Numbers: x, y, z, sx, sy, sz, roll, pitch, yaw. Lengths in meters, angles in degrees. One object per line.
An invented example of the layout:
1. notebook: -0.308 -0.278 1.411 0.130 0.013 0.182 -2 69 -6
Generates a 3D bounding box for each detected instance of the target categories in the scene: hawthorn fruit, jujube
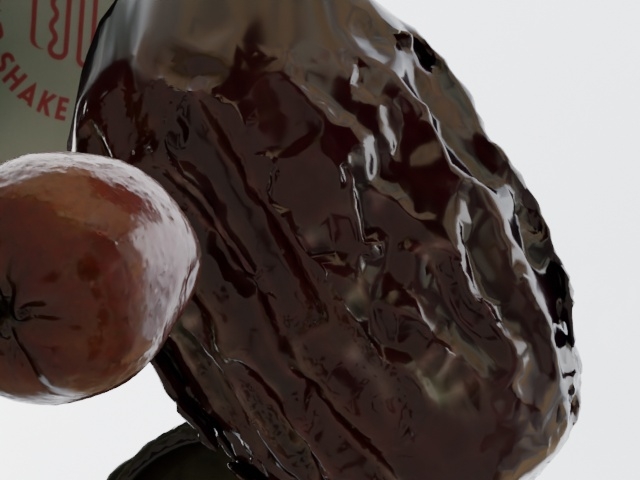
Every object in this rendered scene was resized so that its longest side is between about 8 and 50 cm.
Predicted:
1. hawthorn fruit: -0.078 0.009 0.454 0.081 0.093 0.081 8 -70 22
2. jujube: 0.000 0.000 0.847 0.258 0.258 0.376 -33 -101 25

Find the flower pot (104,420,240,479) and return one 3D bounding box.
1. flower pot: -0.028 0.299 1.074 0.267 0.266 0.267 -28 -44 24

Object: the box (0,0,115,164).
1. box: -0.284 -0.208 1.260 0.300 0.312 0.314 13 -80 50
